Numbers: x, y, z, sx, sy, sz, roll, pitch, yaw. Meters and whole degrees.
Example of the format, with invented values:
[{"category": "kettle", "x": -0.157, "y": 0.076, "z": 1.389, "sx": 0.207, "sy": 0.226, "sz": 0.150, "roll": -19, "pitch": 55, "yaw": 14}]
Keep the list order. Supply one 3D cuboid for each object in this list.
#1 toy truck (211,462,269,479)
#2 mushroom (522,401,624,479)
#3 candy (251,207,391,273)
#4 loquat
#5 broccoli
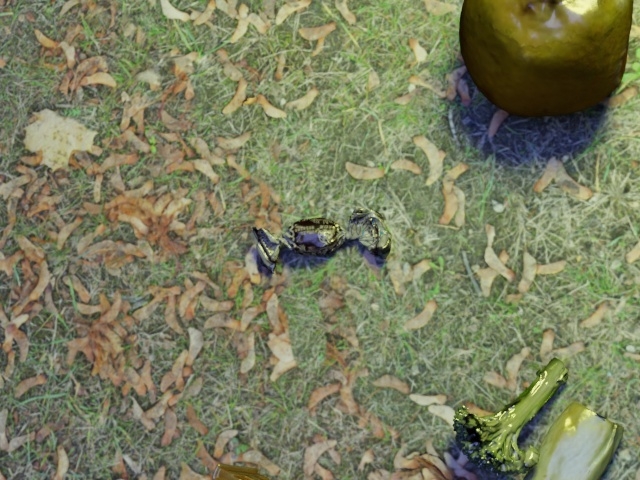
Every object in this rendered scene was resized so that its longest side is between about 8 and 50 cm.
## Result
[{"category": "toy truck", "x": -0.125, "y": 0.515, "z": 1.754, "sx": 0.184, "sy": 0.133, "sz": 0.338, "roll": 17, "pitch": 84, "yaw": 30}, {"category": "mushroom", "x": 0.321, "y": 0.380, "z": 1.707, "sx": 0.100, "sy": 0.081, "sz": 0.312, "roll": 31, "pitch": 87, "yaw": 14}, {"category": "candy", "x": 0.000, "y": 0.000, "z": 1.879, "sx": 0.226, "sy": 0.051, "sz": 0.094, "roll": -4, "pitch": 81, "yaw": 14}, {"category": "loquat", "x": 0.326, "y": -0.319, "z": 1.735, "sx": 0.276, "sy": 0.284, "sz": 0.276, "roll": -1, "pitch": 81, "yaw": 9}, {"category": "broccoli", "x": 0.286, "y": 0.252, "z": 1.736, "sx": 0.204, "sy": 0.122, "sz": 0.118, "roll": -40, "pitch": 102, "yaw": -14}]
